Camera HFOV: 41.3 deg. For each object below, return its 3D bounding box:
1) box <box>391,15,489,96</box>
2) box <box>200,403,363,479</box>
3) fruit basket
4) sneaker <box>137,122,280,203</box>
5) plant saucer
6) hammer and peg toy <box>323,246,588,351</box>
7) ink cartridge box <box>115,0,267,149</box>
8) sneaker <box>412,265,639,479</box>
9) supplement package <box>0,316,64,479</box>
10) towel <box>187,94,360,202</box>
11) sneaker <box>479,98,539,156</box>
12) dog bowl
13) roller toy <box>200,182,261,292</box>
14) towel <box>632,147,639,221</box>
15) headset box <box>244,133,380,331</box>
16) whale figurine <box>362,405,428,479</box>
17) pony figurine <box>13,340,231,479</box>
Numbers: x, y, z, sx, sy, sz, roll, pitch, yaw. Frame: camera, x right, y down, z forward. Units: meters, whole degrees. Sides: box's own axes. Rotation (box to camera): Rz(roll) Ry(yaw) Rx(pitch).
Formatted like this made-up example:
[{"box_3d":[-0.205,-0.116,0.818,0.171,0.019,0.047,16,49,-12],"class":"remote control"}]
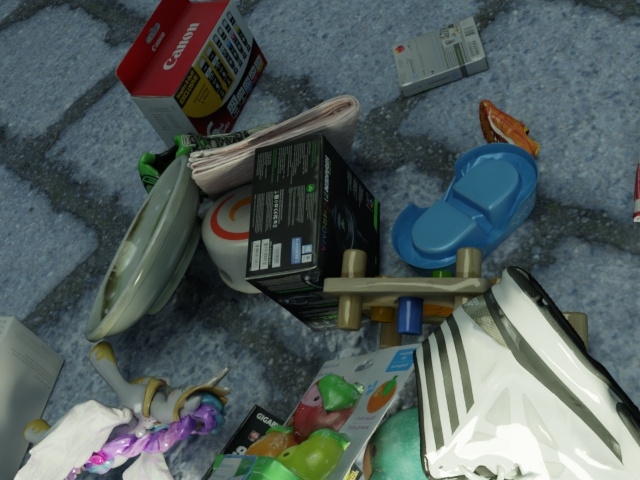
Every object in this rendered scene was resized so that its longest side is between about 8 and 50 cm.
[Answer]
[{"box_3d":[0.253,-0.392,1.814,0.186,0.038,0.145,-17,48,12],"class":"box"},{"box_3d":[-0.068,0.385,1.350,0.220,0.051,0.175,23,67,37],"class":"box"},{"box_3d":[-0.027,0.288,1.197,0.353,0.165,0.327,-59,15,-23],"class":"fruit basket"},{"box_3d":[-0.227,-0.169,1.803,0.343,0.146,0.134,-21,48,9],"class":"sneaker"},{"box_3d":[-0.321,0.029,1.650,0.400,0.100,0.401,-51,21,29],"class":"plant saucer"},{"box_3d":[0.212,0.092,1.300,0.361,0.266,0.128,-1,73,27],"class":"hammer and peg toy"},{"box_3d":[-0.282,-0.389,1.918,0.130,0.272,0.310,6,58,30],"class":"ink cartridge box"},{"box_3d":[0.284,0.274,1.094,0.257,0.448,0.169,-37,3,14],"class":"sneaker"},{"box_3d":[-0.653,0.311,1.614,0.177,0.175,0.293,-3,54,24],"class":"supplement package"},{"box_3d":[-0.081,-0.165,1.601,0.316,0.332,0.054,-21,85,-3],"class":"towel"},{"box_3d":[0.354,-0.207,1.614,0.067,0.064,0.175,-17,51,-13],"class":"sneaker"},{"box_3d":[0.264,-0.045,1.511,0.297,0.074,0.166,-43,48,-9],"class":"dog bowl"},{"box_3d":[-0.118,-0.003,1.618,0.191,0.146,0.209,2,46,23],"class":"roller toy"},{"box_3d":[0.664,-0.167,1.433,0.236,0.037,0.329,2,56,29],"class":"towel"},{"box_3d":[0.000,0.000,1.461,0.131,0.283,0.247,-9,61,23],"class":"headset box"},{"box_3d":[0.163,0.349,1.163,0.272,0.216,0.141,-99,30,-45],"class":"whale figurine"},{"box_3d":[-0.340,0.329,1.414,0.363,0.303,0.351,2,45,46],"class":"pony figurine"}]
